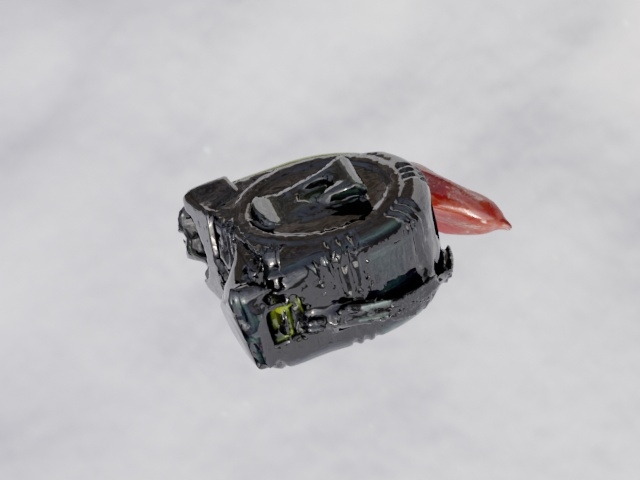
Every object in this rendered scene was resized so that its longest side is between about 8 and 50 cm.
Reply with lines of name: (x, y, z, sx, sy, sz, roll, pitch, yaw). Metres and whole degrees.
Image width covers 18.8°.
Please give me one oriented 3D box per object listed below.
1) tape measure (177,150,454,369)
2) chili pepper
tape measure: (0.000, 0.000, 1.464, 0.186, 0.112, 0.199, -18, 33, -11)
chili pepper: (0.073, -0.040, 1.608, 0.191, 0.059, 0.050, 17, 45, 23)
